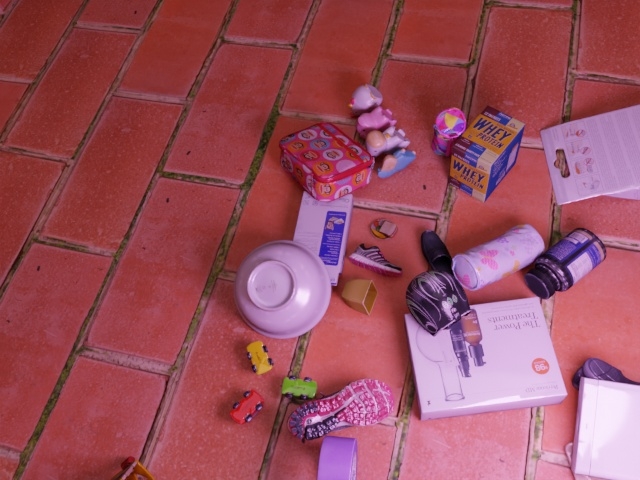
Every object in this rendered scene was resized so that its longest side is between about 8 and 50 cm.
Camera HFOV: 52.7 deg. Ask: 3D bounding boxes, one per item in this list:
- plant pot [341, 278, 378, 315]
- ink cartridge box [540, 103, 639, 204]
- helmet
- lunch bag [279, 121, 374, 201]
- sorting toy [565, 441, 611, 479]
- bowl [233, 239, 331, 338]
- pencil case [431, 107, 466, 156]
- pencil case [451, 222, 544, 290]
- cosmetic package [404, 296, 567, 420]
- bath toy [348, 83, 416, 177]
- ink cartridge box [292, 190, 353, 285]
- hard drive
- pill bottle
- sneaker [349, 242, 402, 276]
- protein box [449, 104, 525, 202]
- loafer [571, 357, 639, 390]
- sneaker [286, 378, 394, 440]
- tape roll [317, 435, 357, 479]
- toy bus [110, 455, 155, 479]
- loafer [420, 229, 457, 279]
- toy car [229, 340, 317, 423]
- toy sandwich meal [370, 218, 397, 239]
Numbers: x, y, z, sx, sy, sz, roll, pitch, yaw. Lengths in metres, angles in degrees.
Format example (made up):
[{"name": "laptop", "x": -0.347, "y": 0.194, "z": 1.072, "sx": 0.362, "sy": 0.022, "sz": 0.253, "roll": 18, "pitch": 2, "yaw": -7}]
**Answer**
[{"name": "plant pot", "x": 0.110, "y": 0.161, "z": 1.904, "sx": 0.083, "sy": 0.081, "sz": 0.081, "roll": 9, "pitch": 61, "yaw": 26}, {"name": "ink cartridge box", "x": 0.928, "y": -0.262, "z": 2.060, "sx": 0.385, "sy": 0.091, "sz": 0.307, "roll": -13, "pitch": 58, "yaw": 19}, {"name": "helmet", "x": 0.309, "y": 0.157, "z": 1.735, "sx": 0.170, "sy": 0.169, "sz": 0.161, "roll": -31, "pitch": 75, "yaw": -10}, {"name": "lunch bag", "x": 0.031, "y": -0.266, "z": 2.116, "sx": 0.258, "sy": 0.120, "sz": 0.293, "roll": -25, "pitch": 49, "yaw": -25}, {"name": "sorting toy", "x": 0.730, "y": 0.591, "z": 1.599, "sx": 0.193, "sy": 0.038, "sz": 0.208, "roll": -12, "pitch": 64, "yaw": 1}, {"name": "bowl", "x": -0.125, "y": 0.134, "z": 1.861, "sx": 0.298, "sy": 0.134, "sz": 0.297, "roll": -2, "pitch": 80, "yaw": 10}, {"name": "pencil case", "x": 0.408, "y": -0.340, "z": 2.066, "sx": 0.105, "sy": 0.236, "sz": 0.104, "roll": -1, "pitch": 82, "yaw": 8}, {"name": "pencil case", "x": 0.511, "y": 0.044, "z": 1.863, "sx": 0.273, "sy": 0.113, "sz": 0.124, "roll": -24, "pitch": 62, "yaw": -23}, {"name": "cosmetic package", "x": 0.436, "y": 0.319, "z": 1.759, "sx": 0.378, "sy": 0.097, "sz": 0.284, "roll": -8, "pitch": 61, "yaw": 2}, {"name": "bath toy", "x": 0.184, "y": -0.377, "z": 2.186, "sx": 0.129, "sy": 0.152, "sz": 0.348, "roll": -43, "pitch": 55, "yaw": 32}, {"name": "ink cartridge box", "x": 0.000, "y": 0.000, "z": 2.019, "sx": 0.166, "sy": 0.065, "sz": 0.332, "roll": 6, "pitch": 60, "yaw": 11}, {"name": "hard drive", "x": 0.806, "y": 0.474, "z": 1.564, "sx": 0.354, "sy": 0.047, "sz": 0.232, "roll": 7, "pitch": 84, "yaw": 9}, {"name": "pill bottle", "x": 0.697, "y": 0.069, "z": 1.852, "sx": 0.219, "sy": 0.122, "sz": 0.123, "roll": -35, "pitch": 62, "yaw": -12}, {"name": "sneaker", "x": 0.175, "y": 0.055, "z": 1.963, "sx": 0.171, "sy": 0.063, "sz": 0.074, "roll": 19, "pitch": 70, "yaw": 23}, {"name": "protein box", "x": 0.518, "y": -0.269, "z": 2.026, "sx": 0.136, "sy": 0.201, "sz": 0.199, "roll": 33, "pitch": 69, "yaw": 23}, {"name": "loafer", "x": 0.796, "y": 0.420, "z": 1.666, "sx": 0.303, "sy": 0.095, "sz": 0.109, "roll": 35, "pitch": 43, "yaw": 11}, {"name": "sneaker", "x": 0.053, "y": 0.447, "z": 1.731, "sx": 0.300, "sy": 0.112, "sz": 0.120, "roll": -10, "pitch": 78, "yaw": -13}, {"name": "tape roll", "x": 0.043, "y": 0.583, "z": 1.601, "sx": 0.080, "sy": 0.189, "sz": 0.188, "roll": 3, "pitch": 60, "yaw": 10}, {"name": "toy bus", "x": -0.522, "y": 0.666, "z": 1.672, "sx": 0.104, "sy": 0.202, "sz": 0.191, "roll": 47, "pitch": 65, "yaw": -4}, {"name": "loafer", "x": 0.359, "y": 0.056, "z": 1.930, "sx": 0.076, "sy": 0.078, "sz": 0.223, "roll": -17, "pitch": 59, "yaw": -3}, {"name": "toy car", "x": -0.119, "y": 0.409, "z": 1.802, "sx": 0.225, "sy": 0.053, "sz": 0.238, "roll": 6, "pitch": 62, "yaw": 10}, {"name": "toy sandwich meal", "x": 0.198, "y": -0.037, "z": 2.033, "sx": 0.086, "sy": 0.029, "sz": 0.085, "roll": -3, "pitch": 60, "yaw": 6}]
